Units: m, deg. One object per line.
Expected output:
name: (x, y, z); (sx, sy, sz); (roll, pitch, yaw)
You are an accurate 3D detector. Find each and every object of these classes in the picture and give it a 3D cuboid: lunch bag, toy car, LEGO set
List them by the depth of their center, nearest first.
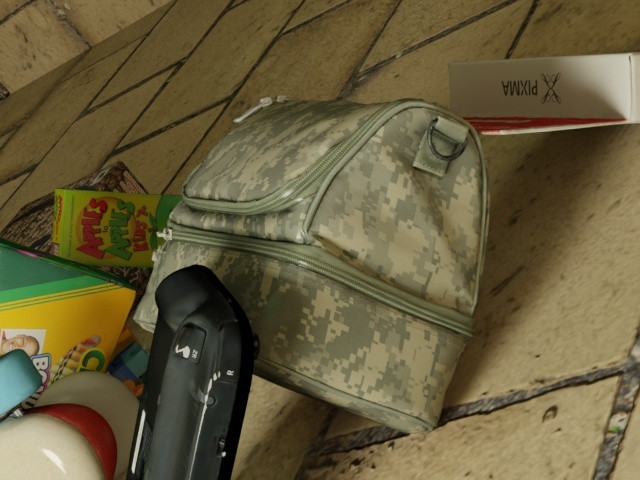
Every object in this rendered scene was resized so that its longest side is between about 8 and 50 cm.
lunch bag: (0.000, 0.000, 1.267); (0.305, 0.213, 0.256); (8, 74, 63)
toy car: (-0.256, 0.203, 1.417); (0.210, 0.219, 0.238); (-29, 6, 26)
LEGO set: (-0.220, 0.155, 1.592); (0.093, 0.087, 0.227); (-40, 19, -6)

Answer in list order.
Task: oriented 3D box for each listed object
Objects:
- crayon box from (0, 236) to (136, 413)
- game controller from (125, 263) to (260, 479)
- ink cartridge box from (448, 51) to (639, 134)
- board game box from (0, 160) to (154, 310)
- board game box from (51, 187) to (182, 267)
crayon box: (-0.321, 0.145, 1.507); (0.081, 0.165, 0.278); (25, 94, 58)
game controller: (-0.113, 0.182, 1.137); (0.166, 0.067, 0.319); (-122, 43, -67)
ink cartridge box: (0.195, -0.134, 1.333); (0.261, 0.066, 0.296); (-4, 6, -26)
board game box: (-0.358, 0.062, 1.939); (0.232, 0.141, 0.291); (-20, 27, 40)
board game box: (-0.239, -0.014, 1.825); (0.043, 0.181, 0.092); (11, 97, 63)
